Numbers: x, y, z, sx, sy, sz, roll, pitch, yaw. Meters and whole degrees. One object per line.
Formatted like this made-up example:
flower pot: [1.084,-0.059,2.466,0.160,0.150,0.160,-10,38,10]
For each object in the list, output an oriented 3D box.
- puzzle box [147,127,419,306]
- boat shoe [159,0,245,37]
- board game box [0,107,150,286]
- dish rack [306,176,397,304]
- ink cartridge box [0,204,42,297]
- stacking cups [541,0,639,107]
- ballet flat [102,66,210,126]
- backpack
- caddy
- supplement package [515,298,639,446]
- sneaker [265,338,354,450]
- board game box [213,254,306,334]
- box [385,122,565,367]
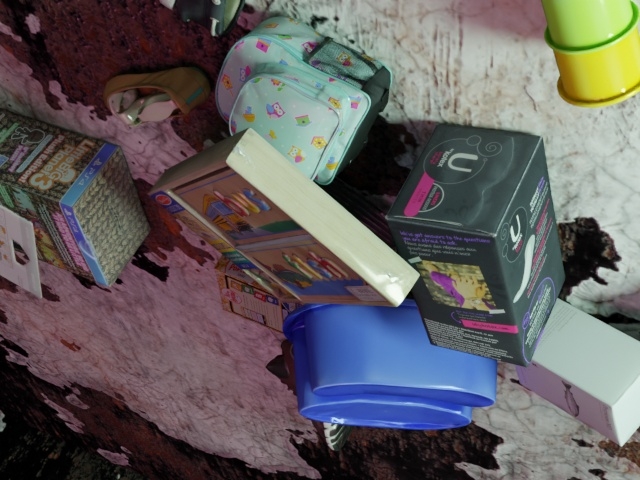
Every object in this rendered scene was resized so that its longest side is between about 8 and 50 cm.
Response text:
puzzle box: [-0.069,-0.015,1.302,0.272,0.052,0.409,40,164,-15]
boat shoe: [-0.092,-0.318,1.066,0.091,0.114,0.302,35,161,-8]
board game box: [-0.474,-0.079,1.711,0.291,0.141,0.232,19,148,18]
dish rack: [0.000,0.000,1.488,0.208,0.074,0.271,34,149,-8]
ink cartridge box: [-0.558,-0.037,1.646,0.239,0.060,0.275,27,149,4]
stacking cups: [0.219,-0.271,0.890,0.096,0.096,0.316,3,137,38]
ballet flat: [-0.252,-0.199,1.408,0.232,0.073,0.080,-6,134,46]
backpack: [-0.034,-0.170,1.187,0.188,0.144,0.166,37,135,9]
caddy: [0.111,0.170,1.500,0.341,0.179,0.241,6,154,-10]
supplement package: [0.362,0.175,1.353,0.179,0.105,0.105,31,156,42]
sneaker: [-0.020,0.283,1.920,0.163,0.106,0.281,19,138,27]
board game box: [-0.088,0.105,1.748,0.194,0.045,0.146,21,149,14]
box: [0.202,0.010,1.235,0.143,0.165,0.270,11,145,29]
